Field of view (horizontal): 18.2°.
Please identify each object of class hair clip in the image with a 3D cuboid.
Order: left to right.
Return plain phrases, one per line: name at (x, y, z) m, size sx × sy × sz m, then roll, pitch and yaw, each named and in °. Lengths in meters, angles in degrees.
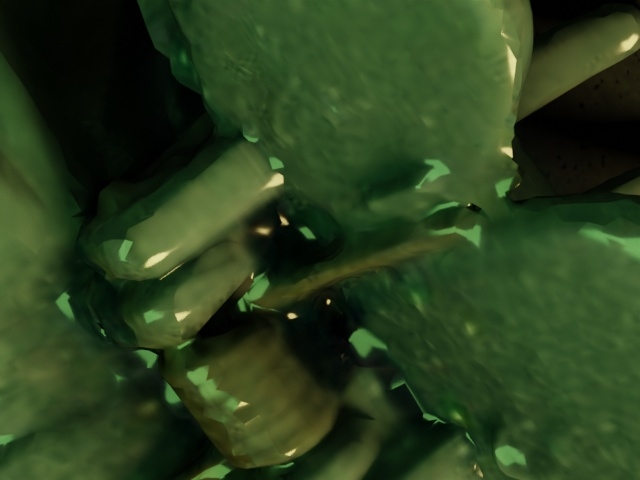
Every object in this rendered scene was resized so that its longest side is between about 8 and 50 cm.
hair clip at (0.000, 0.000, 0.621) m, size 0.392 × 0.238 × 0.318 m, roll -28°, pitch 105°, yaw 29°
